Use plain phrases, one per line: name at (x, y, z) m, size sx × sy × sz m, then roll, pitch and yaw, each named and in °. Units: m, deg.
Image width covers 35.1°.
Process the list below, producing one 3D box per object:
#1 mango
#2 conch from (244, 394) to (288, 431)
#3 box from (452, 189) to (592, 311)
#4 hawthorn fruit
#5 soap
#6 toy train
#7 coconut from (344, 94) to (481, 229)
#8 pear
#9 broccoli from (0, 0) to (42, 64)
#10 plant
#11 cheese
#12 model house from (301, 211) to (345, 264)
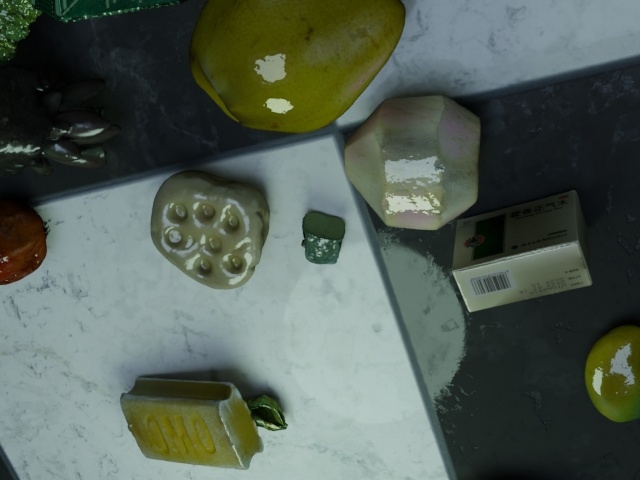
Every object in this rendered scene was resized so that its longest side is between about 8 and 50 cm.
mango at (0.538, 0.239, 1.820) m, size 0.122 × 0.085 × 0.191 m, roll -4°, pitch 108°, yaw 27°
conch at (-0.119, 0.348, 2.032) m, size 0.121 × 0.074 × 0.089 m, roll 28°, pitch 156°, yaw 0°
box at (0.337, 0.016, 1.691) m, size 0.212 × 0.168 × 0.095 m, roll -15°, pitch 117°, yaw 20°
hawthorn fruit at (-0.601, 0.007, 1.911) m, size 0.174 × 0.179 × 0.173 m, roll -1°, pitch 94°, yaw -8°
soap at (-0.260, 0.367, 2.031) m, size 0.274 × 0.089 × 0.173 m, roll -4°, pitch 116°, yaw 35°
toy train at (-0.327, -0.428, 1.562) m, size 0.115 × 0.269 × 0.154 m, roll 25°, pitch 125°, yaw 44°
coconut at (0.148, -0.125, 1.645) m, size 0.237 × 0.197 × 0.236 m, roll 4°, pitch 123°, yaw 7°
pear at (-0.038, -0.320, 1.547) m, size 0.285 × 0.285 × 0.336 m, roll 34°, pitch 105°, yaw -6°
broccoli at (-0.528, -0.417, 1.669) m, size 0.302 × 0.186 × 0.254 m, roll -32°, pitch 72°, yaw 46°
plant at (-0.503, -0.203, 1.701) m, size 0.194 × 0.321 × 0.181 m, roll -22°, pitch 81°, yaw 43°
cheese at (-0.190, -0.028, 1.824) m, size 0.218 × 0.117 × 0.235 m, roll -21°, pitch 110°, yaw 22°
model house at (0.000, 0.000, 1.835) m, size 0.079 × 0.066 × 0.083 m, roll 10°, pitch 138°, yaw -4°
